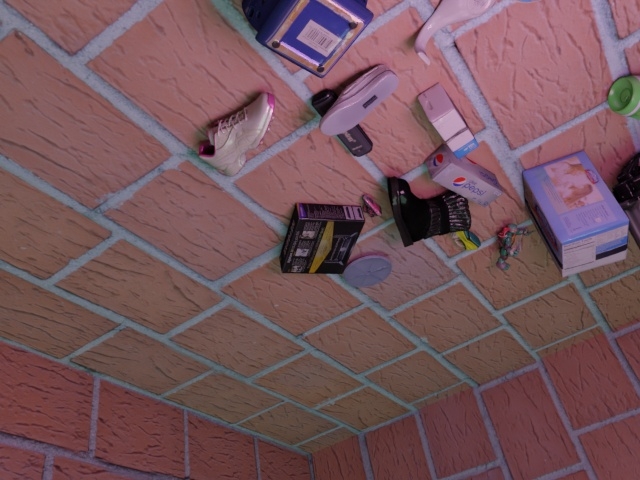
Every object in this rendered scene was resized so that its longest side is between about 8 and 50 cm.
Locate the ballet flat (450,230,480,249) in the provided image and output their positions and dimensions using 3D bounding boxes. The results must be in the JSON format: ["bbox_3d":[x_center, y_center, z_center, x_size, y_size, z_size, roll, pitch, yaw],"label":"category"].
[{"bbox_3d":[0.545,-0.023,2.291,0.077,0.077,0.231,-17,144,27],"label":"ballet flat"}]

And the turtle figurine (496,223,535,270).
[{"bbox_3d":[0.756,0.004,2.348,0.175,0.118,0.234,-42,154,-30],"label":"turtle figurine"}]

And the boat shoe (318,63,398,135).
[{"bbox_3d":[0.099,-0.397,1.682,0.258,0.084,0.095,-33,143,5],"label":"boat shoe"}]

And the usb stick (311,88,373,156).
[{"bbox_3d":[0.070,-0.348,1.790,0.077,0.045,0.278,-28,139,17],"label":"usb stick"}]

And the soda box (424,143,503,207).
[{"bbox_3d":[0.489,-0.216,2.018,0.286,0.098,0.091,21,131,-34],"label":"soda box"}]

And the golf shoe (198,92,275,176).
[{"bbox_3d":[-0.241,-0.310,1.705,0.140,0.115,0.306,20,130,-29],"label":"golf shoe"}]

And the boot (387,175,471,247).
[{"bbox_3d":[0.379,-0.127,2.068,0.260,0.131,0.348,-16,144,9],"label":"boot"}]

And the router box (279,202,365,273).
[{"bbox_3d":[0.000,0.000,2.162,0.243,0.081,0.308,2,139,-18],"label":"router box"}]

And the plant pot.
[{"bbox_3d":[-0.025,-0.538,1.404,0.236,0.212,0.236,21,129,-34],"label":"plant pot"}]

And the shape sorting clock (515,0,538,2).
[{"bbox_3d":[0.557,-0.694,1.505,0.206,0.040,0.206,-7,140,-6],"label":"shape sorting clock"}]

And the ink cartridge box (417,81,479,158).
[{"bbox_3d":[0.384,-0.357,1.786,0.082,0.139,0.191,-31,138,19],"label":"ink cartridge box"}]

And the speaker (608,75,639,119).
[{"bbox_3d":[1.065,-0.445,1.875,0.297,0.131,0.131,1,139,-16],"label":"speaker"}]

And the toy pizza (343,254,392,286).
[{"bbox_3d":[0.189,0.119,2.395,0.202,0.032,0.201,-8,140,-7],"label":"toy pizza"}]

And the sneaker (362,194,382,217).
[{"bbox_3d":[0.170,-0.117,2.102,0.057,0.047,0.119,-18,141,25],"label":"sneaker"}]

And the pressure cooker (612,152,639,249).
[{"bbox_3d":[1.242,-0.135,2.080,0.376,0.420,0.370,-29,171,34],"label":"pressure cooker"}]

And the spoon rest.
[{"bbox_3d":[0.350,-0.593,1.559,0.276,0.084,0.137,-45,134,16],"label":"spoon rest"}]

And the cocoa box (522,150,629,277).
[{"bbox_3d":[0.879,-0.094,2.071,0.232,0.347,0.228,-19,140,10],"label":"cocoa box"}]
